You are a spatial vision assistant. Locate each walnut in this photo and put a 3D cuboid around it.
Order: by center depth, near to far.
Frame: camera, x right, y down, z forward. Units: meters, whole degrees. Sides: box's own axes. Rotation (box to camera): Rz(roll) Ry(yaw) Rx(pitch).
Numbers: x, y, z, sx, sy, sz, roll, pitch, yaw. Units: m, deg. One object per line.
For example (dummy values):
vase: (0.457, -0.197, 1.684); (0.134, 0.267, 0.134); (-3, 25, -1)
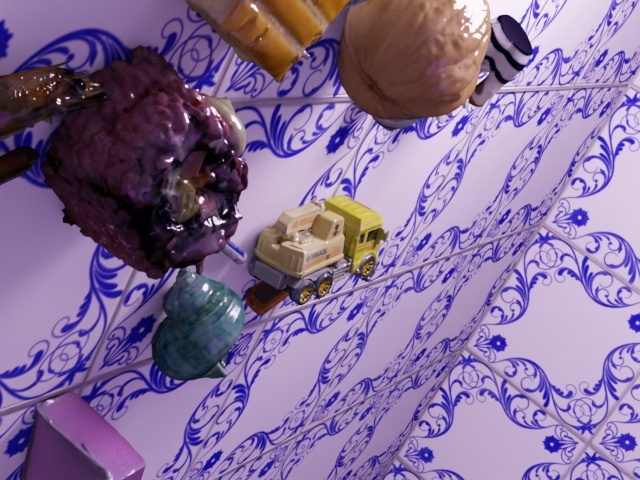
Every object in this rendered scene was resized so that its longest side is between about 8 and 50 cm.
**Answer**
walnut: (0.142, -0.291, 1.573); (0.261, 0.225, 0.225); (-43, 157, -34)

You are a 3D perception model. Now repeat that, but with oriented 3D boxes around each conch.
conch: (-0.194, 0.134, 1.677); (0.196, 0.134, 0.202); (-94, -162, -57)

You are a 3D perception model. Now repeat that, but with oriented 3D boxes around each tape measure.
tape measure: (0.139, -0.276, 1.824); (0.107, 0.104, 0.180); (56, 37, -44)

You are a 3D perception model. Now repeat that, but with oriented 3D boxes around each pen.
pen: (-0.158, 0.000, 1.672); (0.025, 0.025, 0.204); (-50, 158, -4)

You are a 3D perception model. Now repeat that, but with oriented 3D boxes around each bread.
bread: (-0.041, -0.328, 1.279); (0.239, 0.111, 0.246); (-51, 162, 4)

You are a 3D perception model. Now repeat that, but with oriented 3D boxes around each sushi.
sushi: (-0.190, -0.090, 1.273); (0.236, 0.171, 0.270); (-43, 152, -21)

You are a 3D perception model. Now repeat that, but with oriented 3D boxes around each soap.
soap: (-0.374, 0.380, 1.627); (0.081, 0.181, 0.259); (-26, 145, -48)

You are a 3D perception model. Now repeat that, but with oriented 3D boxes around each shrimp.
shrimp: (-0.341, -0.103, 1.110); (0.253, 0.058, 0.173); (-24, 151, -40)

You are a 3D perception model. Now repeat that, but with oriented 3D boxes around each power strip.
power strip: (-0.067, 0.077, 1.941); (0.178, 0.049, 0.028); (-37, 159, -33)

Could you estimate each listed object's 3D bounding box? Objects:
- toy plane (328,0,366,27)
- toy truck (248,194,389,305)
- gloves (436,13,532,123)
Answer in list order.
toy plane: (0.044, -0.341, 1.427); (0.162, 0.066, 0.171); (-37, -175, -41)
toy truck: (0.000, 0.000, 1.864); (0.272, 0.124, 0.157); (-19, 132, -49)
gloves: (0.276, -0.314, 1.947); (0.218, 0.131, 0.140); (-29, 175, 34)
